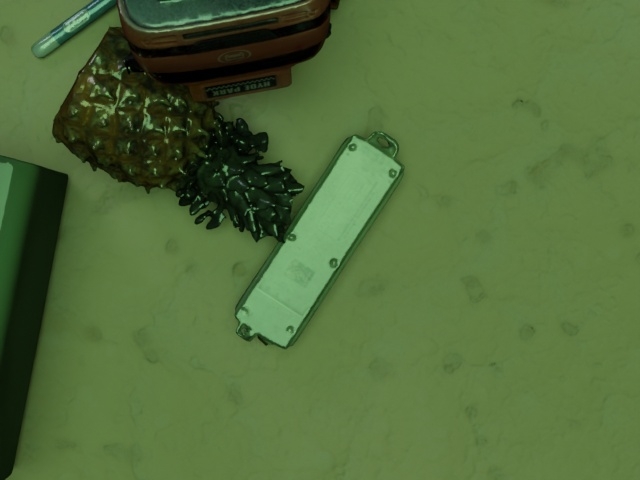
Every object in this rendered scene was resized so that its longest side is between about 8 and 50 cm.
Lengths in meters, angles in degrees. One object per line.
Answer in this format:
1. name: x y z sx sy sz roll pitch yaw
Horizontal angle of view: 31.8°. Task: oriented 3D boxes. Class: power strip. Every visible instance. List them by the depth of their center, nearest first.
1. power strip: 0.000 0.000 1.241 0.078 0.052 0.272 33 90 -3

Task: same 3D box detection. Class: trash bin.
1. trash bin: -0.379 0.076 1.149 0.158 0.223 0.343 12 90 -2

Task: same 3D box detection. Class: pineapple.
1. pineapple: -0.137 -0.103 1.191 0.279 0.158 0.157 31 91 -12

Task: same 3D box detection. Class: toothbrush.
1. toothbrush: -0.204 -0.286 1.236 0.276 0.025 0.019 -36 94 0

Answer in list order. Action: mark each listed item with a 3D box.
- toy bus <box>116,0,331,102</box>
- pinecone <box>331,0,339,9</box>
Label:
1. toy bus: -0.117 -0.354 1.085 0.203 0.233 0.426 -10 71 -2
2. pinecone: -0.009 -0.302 1.206 0.102 0.102 0.109 23 122 -2
